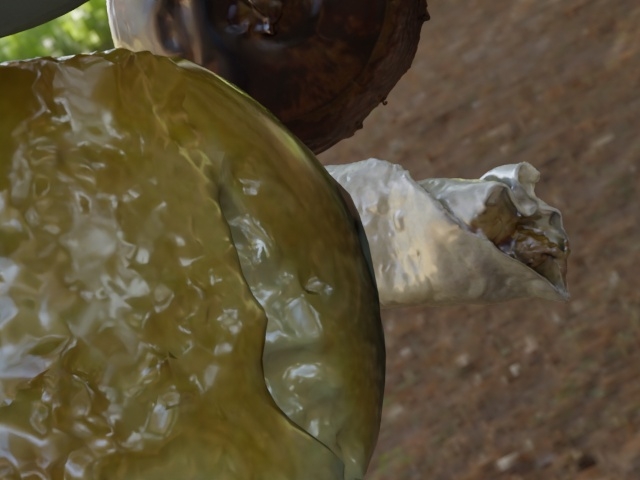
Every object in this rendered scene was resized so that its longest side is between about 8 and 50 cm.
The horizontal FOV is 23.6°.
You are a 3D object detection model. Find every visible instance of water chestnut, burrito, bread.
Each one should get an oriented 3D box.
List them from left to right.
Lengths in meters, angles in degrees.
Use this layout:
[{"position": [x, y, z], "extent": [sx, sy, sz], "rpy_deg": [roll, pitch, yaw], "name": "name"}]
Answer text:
[{"position": [-0.134, 0.088, 0.772], "extent": [0.264, 0.239, 0.395], "rpy_deg": [-8, -19, -33], "name": "bread"}, {"position": [-0.063, -0.256, 1.618], "extent": [0.350, 0.350, 0.302], "rpy_deg": [-32, 23, -7], "name": "water chestnut"}, {"position": [0.000, 0.000, 1.105], "extent": [0.392, 0.117, 0.076], "rpy_deg": [-3, 19, 40], "name": "burrito"}]

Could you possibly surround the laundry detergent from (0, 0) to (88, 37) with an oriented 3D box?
[{"position": [-0.226, -0.199, 0.417], "extent": [0.264, 0.398, 0.124], "rpy_deg": [-5, 62, 14], "name": "laundry detergent"}]
